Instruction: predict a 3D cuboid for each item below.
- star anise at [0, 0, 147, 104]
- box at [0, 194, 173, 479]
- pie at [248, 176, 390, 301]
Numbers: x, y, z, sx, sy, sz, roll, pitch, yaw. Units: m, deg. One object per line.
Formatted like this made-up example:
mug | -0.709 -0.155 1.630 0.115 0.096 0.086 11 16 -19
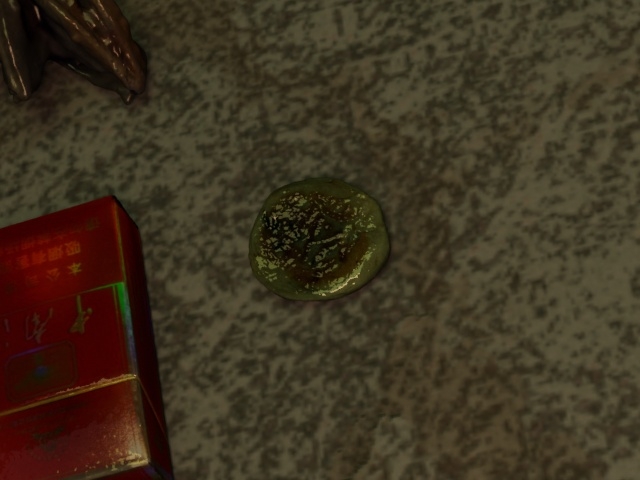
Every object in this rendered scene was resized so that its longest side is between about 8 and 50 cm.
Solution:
star anise | -0.202 -0.157 1.228 0.236 0.093 0.229 23 65 23
box | -0.151 0.069 1.104 0.112 0.048 0.175 -17 58 7
pie | 0.000 0.000 1.115 0.085 0.017 0.085 -7 61 13
